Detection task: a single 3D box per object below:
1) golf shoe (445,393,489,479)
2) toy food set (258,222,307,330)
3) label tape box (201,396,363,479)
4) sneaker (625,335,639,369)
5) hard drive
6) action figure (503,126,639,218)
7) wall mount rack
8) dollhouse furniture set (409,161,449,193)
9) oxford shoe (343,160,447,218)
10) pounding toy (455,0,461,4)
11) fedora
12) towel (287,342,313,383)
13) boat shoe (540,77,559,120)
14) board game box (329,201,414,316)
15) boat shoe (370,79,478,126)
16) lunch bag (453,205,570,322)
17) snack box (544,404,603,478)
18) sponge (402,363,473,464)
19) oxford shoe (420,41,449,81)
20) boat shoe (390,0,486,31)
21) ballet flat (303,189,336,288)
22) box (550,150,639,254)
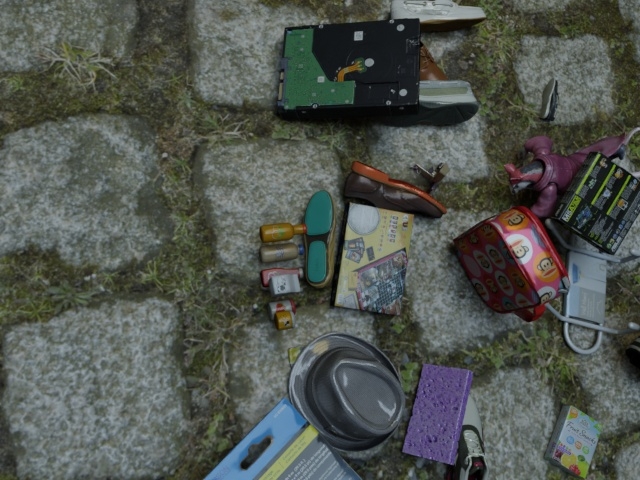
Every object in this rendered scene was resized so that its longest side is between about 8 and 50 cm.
[{"bbox_3d":[0.336,0.467,1.428,0.105,0.120,0.273,3,73,-14],"label":"golf shoe"},{"bbox_3d":[-0.070,0.081,1.416,0.104,0.111,0.233,-8,75,-18],"label":"toy food set"},{"bbox_3d":[-0.054,0.525,1.303,0.240,0.106,0.334,-42,89,-21],"label":"label tape box"},{"bbox_3d":[0.928,0.230,1.660,0.447,0.258,0.169,0,44,-46],"label":"sneaker"},{"bbox_3d":[0.071,-0.412,1.545,0.338,0.064,0.237,0,73,11],"label":"hard drive"},{"bbox_3d":[0.624,-0.152,1.613,0.369,0.275,0.248,-1,81,-31],"label":"action figure"},{"bbox_3d":[0.663,0.099,1.617,0.303,0.130,0.351,15,71,-12],"label":"wall mount rack"},{"bbox_3d":[0.278,-0.191,1.594,0.081,0.114,0.091,36,71,0],"label":"dollhouse furniture set"},{"bbox_3d":[0.183,-0.102,1.568,0.271,0.097,0.099,23,99,-13],"label":"oxford shoe"},{"bbox_3d":[0.355,-0.733,1.774,0.205,0.094,0.181,-8,77,-18],"label":"pounding toy"},{"bbox_3d":[0.077,0.327,1.379,0.275,0.124,0.244,46,67,-4],"label":"fedora"},{"bbox_3d":[-0.039,0.276,1.427,0.060,0.009,0.084,-6,77,-18],"label":"towel"},{"bbox_3d":[0.651,-0.396,1.794,0.038,0.046,0.125,18,74,-11],"label":"boat shoe"},{"bbox_3d":[0.122,0.045,1.495,0.164,0.042,0.244,11,84,-13],"label":"board game box"},{"bbox_3d":[0.247,-0.366,1.633,0.320,0.118,0.103,-2,63,-12],"label":"boat shoe"},{"bbox_3d":[0.439,0.068,1.472,0.120,0.293,0.258,-28,87,-12],"label":"lunch bag"},{"bbox_3d":[0.614,0.487,1.545,0.100,0.037,0.141,33,69,-7],"label":"snack box"},{"bbox_3d":[0.265,0.386,1.435,0.031,0.117,0.210,38,62,-47],"label":"sponge"},{"bbox_3d":[0.269,-0.473,1.689,0.212,0.076,0.076,44,66,-3],"label":"oxford shoe"},{"bbox_3d":[0.320,-0.623,1.724,0.276,0.098,0.096,-8,89,-17],"label":"boat shoe"},{"bbox_3d":[0.000,0.000,1.486,0.080,0.073,0.233,0,73,18],"label":"ballet flat"},{"bbox_3d":[0.683,-0.089,1.546,0.184,0.045,0.191,29,92,-11],"label":"box"}]
